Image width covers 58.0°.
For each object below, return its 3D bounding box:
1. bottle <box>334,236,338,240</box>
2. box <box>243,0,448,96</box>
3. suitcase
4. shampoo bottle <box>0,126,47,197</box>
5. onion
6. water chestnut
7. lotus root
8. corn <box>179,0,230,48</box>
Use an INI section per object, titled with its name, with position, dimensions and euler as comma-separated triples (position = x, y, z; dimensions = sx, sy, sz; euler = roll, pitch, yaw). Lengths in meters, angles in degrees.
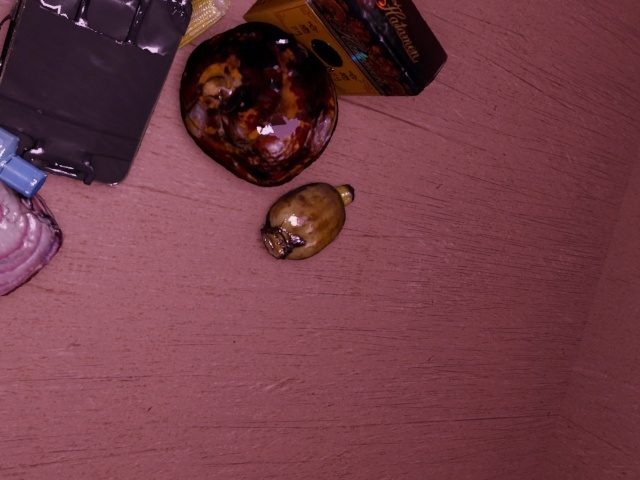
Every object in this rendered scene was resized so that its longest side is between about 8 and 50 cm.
[bottle]
position = 0.000, 0.000, 1.532
dimensions = 0.096, 0.045, 0.045
euler = -35, 120, -19
[box]
position = 0.038, -0.431, 1.207
dimensions = 0.116, 0.415, 0.264
euler = -53, 124, -10
[suitcase]
position = -0.422, -0.319, 1.032
dimensions = 0.283, 0.194, 0.434
euler = 15, 114, -32
[shampoo bottle]
position = -0.576, -0.160, 0.940
dimensions = 0.258, 0.061, 0.104
euler = 35, 87, -14
[onion]
position = -0.645, -0.044, 1.048
dimensions = 0.280, 0.146, 0.314
euler = -37, 107, 5
[water chestnut]
position = -0.120, -0.282, 1.248
dimensions = 0.335, 0.347, 0.335
euler = 0, 87, 8
[lotus root]
position = -0.031, -0.052, 1.441
dimensions = 0.314, 0.141, 0.169
euler = -34, 122, -32
[corn]
position = -0.253, -0.445, 1.163
dimensions = 0.063, 0.165, 0.085
euler = 54, 42, -23
